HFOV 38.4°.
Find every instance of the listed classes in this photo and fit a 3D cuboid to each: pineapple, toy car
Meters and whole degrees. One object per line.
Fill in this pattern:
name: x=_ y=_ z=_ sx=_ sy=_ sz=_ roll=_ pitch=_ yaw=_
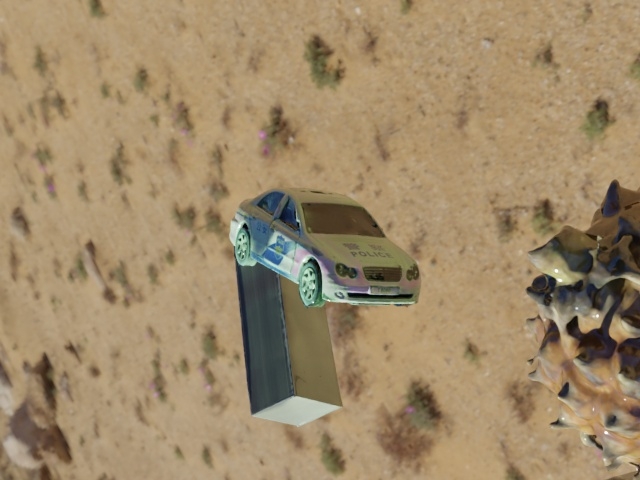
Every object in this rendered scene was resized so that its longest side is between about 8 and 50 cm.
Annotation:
pineapple: x=0.180 y=0.044 z=0.462 sx=0.193 sy=0.166 sz=0.166 roll=28 pitch=159 yaw=-19
toy car: x=0.000 y=0.000 z=0.756 sx=0.224 sy=0.090 sz=0.076 roll=24 pitch=108 yaw=61

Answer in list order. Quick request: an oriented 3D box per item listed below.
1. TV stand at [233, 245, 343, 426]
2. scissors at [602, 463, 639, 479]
TV stand: x=-0.047 y=0.092 z=1.173 sx=0.083 sy=0.088 sz=0.269 roll=-30 pitch=54 yaw=34
scissors: x=0.191 y=0.144 z=0.553 sx=0.100 sy=0.189 sz=0.015 roll=153 pitch=105 yaw=-76
